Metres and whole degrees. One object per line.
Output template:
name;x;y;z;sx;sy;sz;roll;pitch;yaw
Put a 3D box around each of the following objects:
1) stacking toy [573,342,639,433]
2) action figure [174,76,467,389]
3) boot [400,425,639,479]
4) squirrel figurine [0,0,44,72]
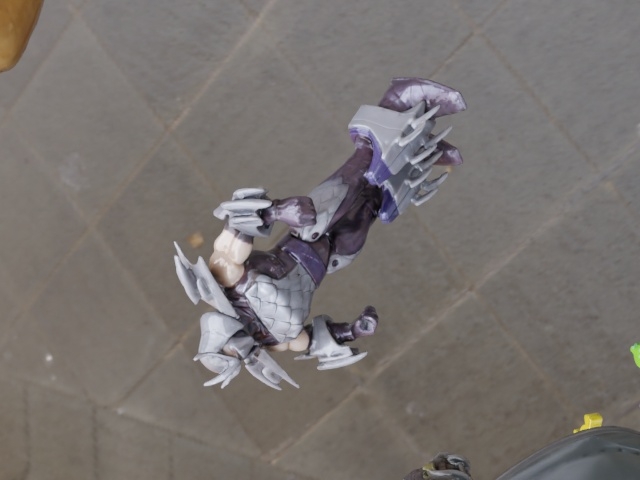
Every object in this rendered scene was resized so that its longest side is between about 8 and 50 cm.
stacking toy;0.384;0.158;1.265;0.221;0.167;0.052;109;146;-44
action figure;0.000;0.000;0.906;0.099;0.285;0.185;25;155;34
boot;0.059;0.156;0.575;0.091;0.229;0.263;39;104;-3
squirrel figurine;-0.247;-0.291;0.431;0.281;0.370;0.397;17;78;11
